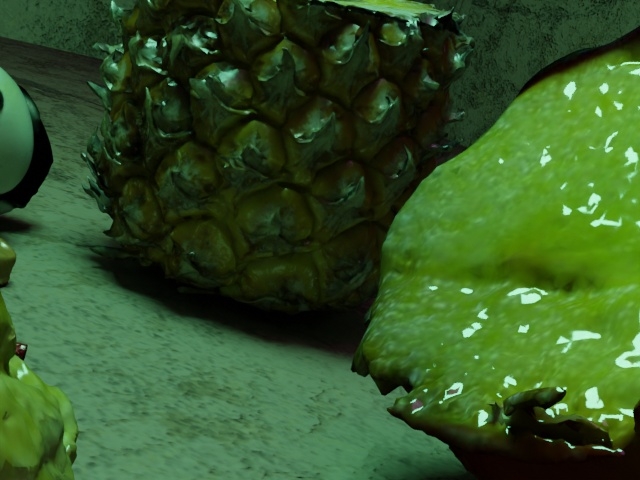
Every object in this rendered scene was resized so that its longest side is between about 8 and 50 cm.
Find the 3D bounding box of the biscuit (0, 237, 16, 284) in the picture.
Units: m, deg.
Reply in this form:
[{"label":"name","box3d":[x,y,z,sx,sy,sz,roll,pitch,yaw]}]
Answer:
[{"label":"biscuit","box3d":[-0.373,-0.024,0.966,0.288,0.044,0.202,18,10,24]}]

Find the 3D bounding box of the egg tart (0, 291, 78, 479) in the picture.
[{"label":"egg tart","box3d":[-0.243,0.047,0.534,0.318,0.128,0.319,13,10,-2]}]

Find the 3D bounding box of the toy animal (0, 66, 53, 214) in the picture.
[{"label":"toy animal","box3d":[-0.327,-0.096,1.089,0.165,0.138,0.179,8,-4,0]}]

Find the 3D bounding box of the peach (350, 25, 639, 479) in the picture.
[{"label":"peach","box3d":[0.226,0.047,0.705,0.416,0.339,0.353,27,-29,21]}]

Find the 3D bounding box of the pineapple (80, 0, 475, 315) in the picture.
[{"label":"pineapple","box3d":[-0.048,-0.099,1.117,0.352,0.300,0.352,16,10,-3]}]

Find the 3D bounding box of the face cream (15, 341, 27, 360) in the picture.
[{"label":"face cream","box3d":[-0.226,0.061,0.777,0.083,0.021,0.040,14,10,-6]}]
